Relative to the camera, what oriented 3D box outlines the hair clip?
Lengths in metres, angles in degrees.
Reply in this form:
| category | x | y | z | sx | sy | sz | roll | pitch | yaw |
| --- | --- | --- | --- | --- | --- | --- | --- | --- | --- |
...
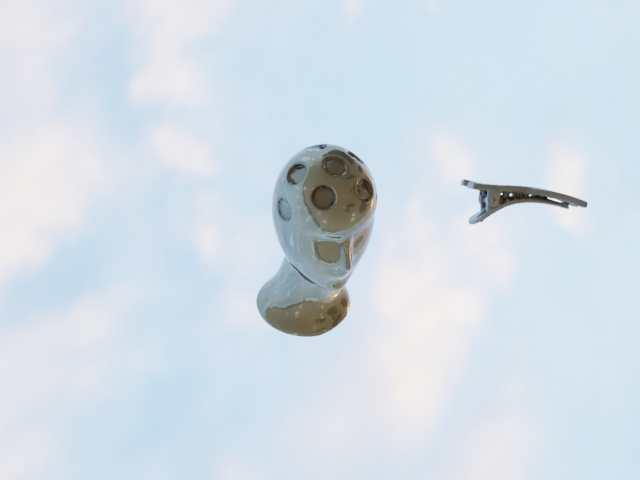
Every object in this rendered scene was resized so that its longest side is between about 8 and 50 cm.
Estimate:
| category | x | y | z | sx | sy | sz | roll | pitch | yaw |
| --- | --- | --- | --- | --- | --- | --- | --- | --- | --- |
| hair clip | 0.179 | -0.031 | 1.475 | 0.115 | 0.030 | 0.039 | 3 | -80 | -17 |

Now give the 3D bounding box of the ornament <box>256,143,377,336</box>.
| category | x | y | z | sx | sy | sz | roll | pitch | yaw |
| --- | --- | --- | --- | --- | --- | --- | --- | --- | --- |
| ornament | 0.000 | 0.000 | 1.156 | 0.074 | 0.156 | 0.081 | -15 | -124 | -22 |
